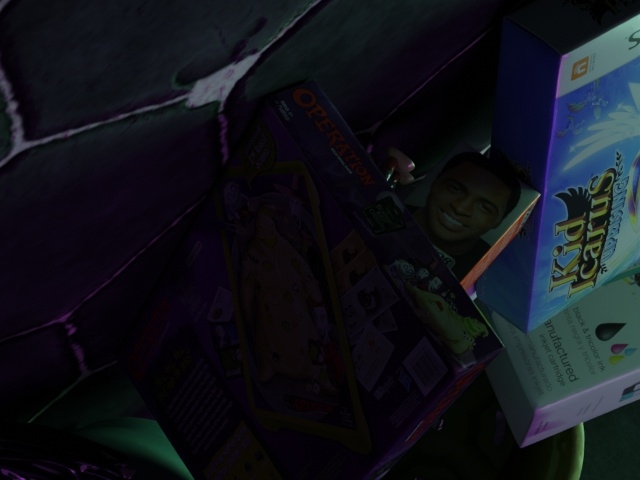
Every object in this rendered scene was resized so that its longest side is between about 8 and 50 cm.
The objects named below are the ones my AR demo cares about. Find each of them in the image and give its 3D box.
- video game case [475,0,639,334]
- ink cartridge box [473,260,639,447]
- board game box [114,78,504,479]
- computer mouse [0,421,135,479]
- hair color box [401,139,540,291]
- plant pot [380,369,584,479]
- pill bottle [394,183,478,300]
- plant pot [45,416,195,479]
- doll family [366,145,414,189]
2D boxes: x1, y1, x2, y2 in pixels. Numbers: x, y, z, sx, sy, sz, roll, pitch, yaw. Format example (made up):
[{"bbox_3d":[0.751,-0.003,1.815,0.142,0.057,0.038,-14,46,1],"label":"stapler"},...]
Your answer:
[{"bbox_3d":[0.230,-0.091,1.352,0.244,0.061,0.269,-29,141,-27],"label":"video game case"},{"bbox_3d":[0.273,0.037,1.679,0.270,0.198,0.197,-22,165,-4],"label":"ink cartridge box"},{"bbox_3d":[-0.022,0.074,1.217,0.056,0.208,0.347,-29,165,-35],"label":"board game box"},{"bbox_3d":[-0.258,0.182,1.234,0.188,0.072,0.272,17,136,-24],"label":"computer mouse"},{"bbox_3d":[0.081,0.000,1.255,0.141,0.072,0.043,-46,165,-36],"label":"hair color box"},{"bbox_3d":[0.123,0.199,1.902,0.276,0.276,0.254,-36,176,1],"label":"plant pot"},{"bbox_3d":[0.060,0.021,1.425,0.187,0.112,0.112,-35,166,-1],"label":"pill bottle"},{"bbox_3d":[-0.164,0.260,1.425,0.293,0.293,0.196,-44,-170,31],"label":"plant pot"},{"bbox_3d":[0.000,0.000,1.290,0.111,0.076,0.193,-51,166,-20],"label":"doll family"}]
